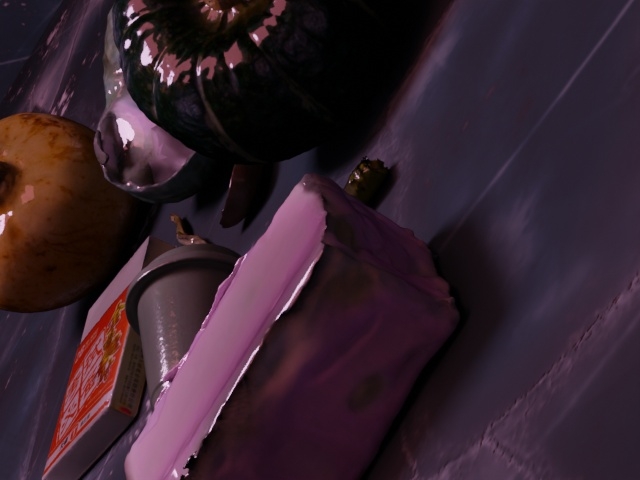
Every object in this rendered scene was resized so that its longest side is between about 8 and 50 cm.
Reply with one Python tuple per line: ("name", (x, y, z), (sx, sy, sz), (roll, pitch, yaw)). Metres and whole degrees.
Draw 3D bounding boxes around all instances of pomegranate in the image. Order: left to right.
("pomegranate", (-0.331, -0.032, 2.195), (0.248, 0.248, 0.248), (-54, 19, 28))

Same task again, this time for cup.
("cup", (-0.094, 0.086, 1.545), (0.120, 0.120, 0.141), (-51, 34, 35))

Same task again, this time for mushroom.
("mushroom", (-0.124, 0.005, 1.897), (0.286, 0.028, 0.026), (-124, 20, -72))

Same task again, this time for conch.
("conch", (-0.145, -0.173, 1.993), (0.277, 0.195, 0.220), (-43, 34, -14))

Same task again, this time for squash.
("squash", (-0.054, -0.188, 1.636), (0.252, 0.165, 0.252), (-13, 67, 32))

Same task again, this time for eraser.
("eraser", (-0.212, 0.122, 1.947), (0.157, 0.038, 0.230), (-47, 23, 42))

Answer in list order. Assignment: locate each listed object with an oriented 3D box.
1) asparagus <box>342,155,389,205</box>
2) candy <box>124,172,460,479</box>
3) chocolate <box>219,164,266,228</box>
("asparagus", (0.000, 0.000, 1.511), (0.165, 0.030, 0.036), (-53, 29, 30))
("candy", (-0.027, 0.100, 1.289), (0.265, 0.116, 0.155), (-59, 16, 14))
("chocolate", (-0.069, -0.059, 1.808), (0.100, 0.031, 0.064), (-78, 4, -51))
